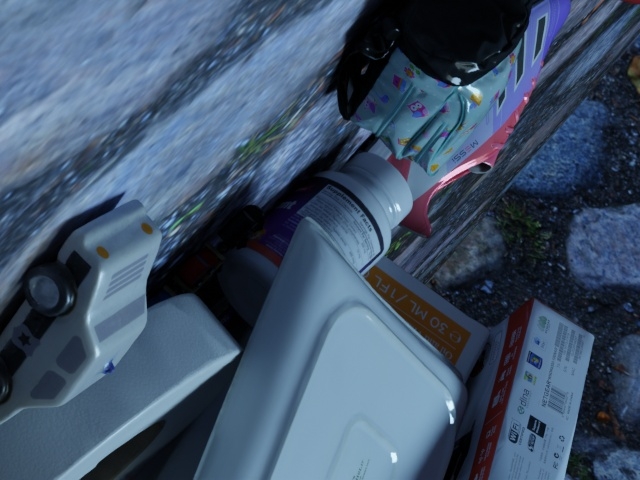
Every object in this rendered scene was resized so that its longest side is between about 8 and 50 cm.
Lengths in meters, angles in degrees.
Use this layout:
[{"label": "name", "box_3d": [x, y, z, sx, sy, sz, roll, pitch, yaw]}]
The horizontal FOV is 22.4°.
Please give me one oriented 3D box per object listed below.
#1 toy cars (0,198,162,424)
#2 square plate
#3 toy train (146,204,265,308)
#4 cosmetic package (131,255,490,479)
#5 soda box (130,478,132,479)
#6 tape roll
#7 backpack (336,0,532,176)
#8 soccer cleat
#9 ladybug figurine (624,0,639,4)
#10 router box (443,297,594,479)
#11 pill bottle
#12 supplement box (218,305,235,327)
[{"label": "toy cars", "box_3d": [-0.235, 0.140, 1.078, 0.394, 0.087, 0.176, -45, 173, -10]}, {"label": "square plate", "box_3d": [0.019, 0.209, 1.437, 0.344, 0.049, 0.347, 45, 60, -48]}, {"label": "toy train", "box_3d": [-0.108, 0.028, 1.425, 0.158, 0.027, 0.036, -46, 171, -4]}, {"label": "cosmetic package", "box_3d": [-0.038, 0.221, 1.625, 0.453, 0.230, 0.161, -60, -171, -30]}, {"label": "soda box", "box_3d": [-0.240, 0.348, 2.154, 0.083, 0.092, 0.263, -41, 172, -30]}, {"label": "tape roll", "box_3d": [-0.229, 0.194, 1.352, 0.392, 0.072, 0.392, -40, 173, -6]}, {"label": "backpack", "box_3d": [0.092, -0.138, 1.323, 0.152, 0.115, 0.182, -43, 172, -33]}, {"label": "soccer cleat", "box_3d": [0.172, -0.143, 1.741, 0.318, 0.116, 0.108, -45, 173, -5]}, {"label": "ladybug figurine", "box_3d": [0.398, -0.374, 1.595, 0.305, 0.162, 0.449, -43, 172, -25]}, {"label": "router box", "box_3d": [0.136, 0.267, 1.662, 0.301, 0.082, 0.335, -46, -162, 47]}, {"label": "pill bottle", "box_3d": [0.000, 0.000, 1.573, 0.193, 0.108, 0.108, -42, 172, -29]}, {"label": "supplement box", "box_3d": [-0.053, 0.190, 1.852, 0.111, 0.220, 0.114, -46, 173, -3]}]
